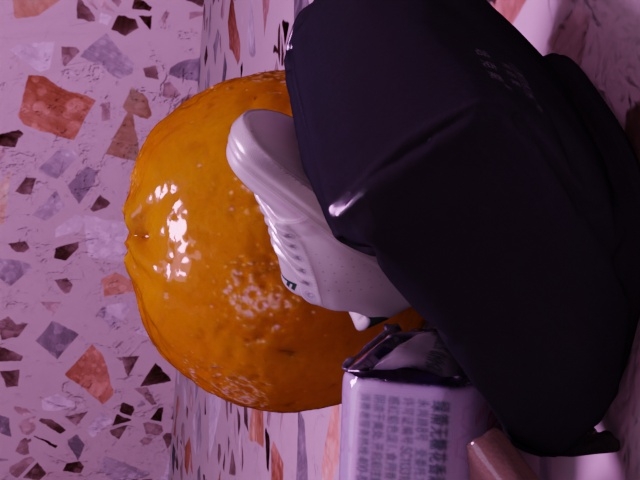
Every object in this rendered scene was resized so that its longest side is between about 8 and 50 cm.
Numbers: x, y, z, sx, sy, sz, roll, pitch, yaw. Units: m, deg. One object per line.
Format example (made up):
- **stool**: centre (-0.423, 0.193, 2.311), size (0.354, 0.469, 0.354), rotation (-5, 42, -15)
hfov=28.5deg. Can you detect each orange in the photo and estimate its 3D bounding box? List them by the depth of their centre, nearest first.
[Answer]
- **orange**: centre (-0.045, 0.001, 1.219), size (0.340, 0.293, 0.341), rotation (-178, 90, -77)

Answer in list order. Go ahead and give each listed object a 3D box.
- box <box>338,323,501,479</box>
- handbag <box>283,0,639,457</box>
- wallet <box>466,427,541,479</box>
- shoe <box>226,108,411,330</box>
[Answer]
- **box**: centre (0.073, 0.252, 0.971), size (0.190, 0.112, 0.370), rotation (-20, -68, -75)
- **handbag**: centre (0.116, -0.038, 0.836), size (0.178, 0.275, 0.302), rotation (-39, 29, 14)
- **wallet**: centre (0.145, 0.194, 0.784), size (0.153, 0.038, 0.118), rotation (51, 166, 26)
- **shoe**: centre (0.000, 0.000, 0.961), size (0.110, 0.265, 0.095), rotation (-39, 48, 20)
